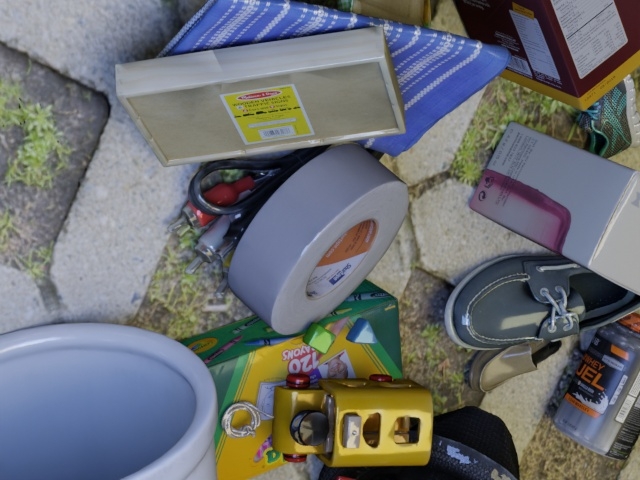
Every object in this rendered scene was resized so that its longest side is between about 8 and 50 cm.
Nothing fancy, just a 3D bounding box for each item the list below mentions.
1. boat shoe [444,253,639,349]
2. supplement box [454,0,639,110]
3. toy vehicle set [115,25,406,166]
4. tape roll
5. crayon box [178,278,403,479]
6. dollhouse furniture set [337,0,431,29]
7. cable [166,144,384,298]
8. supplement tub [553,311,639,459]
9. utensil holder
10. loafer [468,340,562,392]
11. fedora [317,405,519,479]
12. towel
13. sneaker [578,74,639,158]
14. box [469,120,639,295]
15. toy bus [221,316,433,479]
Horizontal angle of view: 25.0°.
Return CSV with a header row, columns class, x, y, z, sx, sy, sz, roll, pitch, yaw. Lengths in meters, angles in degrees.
class,x,y,z,sx,sy,sz,roll,pitch,yaw
boat shoe,0.304,0.071,1.864,0.319,0.099,0.116,-10,96,-32
supplement box,0.254,-0.282,1.638,0.129,0.191,0.194,-38,126,-14
toy vehicle set,-0.055,-0.141,1.461,0.266,0.035,0.166,-7,157,7
tape roll,0.000,0.000,1.601,0.219,0.072,0.219,-40,158,-20
crayon box,-0.038,0.168,1.711,0.278,0.081,0.165,-19,119,-26
dollhouse furniture set,-0.017,-0.322,1.454,0.301,0.151,0.198,9,86,-55
cable,-0.053,-0.071,1.634,0.287,0.072,0.139,-44,113,-25
supplement tub,0.410,0.195,1.989,0.117,0.117,0.190,21,97,-37
utensil holder,-0.254,0.331,1.491,0.327,0.327,0.386,-17,119,-26
loafer,0.260,0.153,1.916,0.148,0.050,0.056,-36,125,-16
fedora,0.157,0.315,1.818,0.152,0.334,0.334,-58,137,-43
towel,0.000,-0.165,1.495,0.336,0.243,0.040,7,67,-27
sneaker,0.359,-0.170,1.838,0.076,0.065,0.166,-33,123,-12
box,0.321,-0.037,1.759,0.148,0.232,0.127,24,95,-37
toy bus,0.027,0.204,1.612,0.202,0.104,0.191,-45,105,-9
